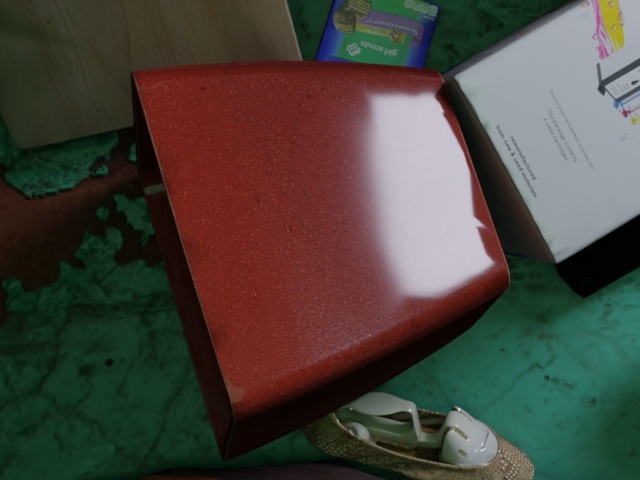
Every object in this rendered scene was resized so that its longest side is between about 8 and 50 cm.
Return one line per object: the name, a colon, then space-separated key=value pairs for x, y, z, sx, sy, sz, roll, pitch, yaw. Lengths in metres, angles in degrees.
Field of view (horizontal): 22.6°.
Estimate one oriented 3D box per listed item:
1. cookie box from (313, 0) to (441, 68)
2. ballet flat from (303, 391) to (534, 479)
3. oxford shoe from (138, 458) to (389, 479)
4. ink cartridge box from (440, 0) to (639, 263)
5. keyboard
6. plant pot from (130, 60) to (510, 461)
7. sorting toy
cookie box: x=0.044 y=-0.163 z=1.377 sx=0.091 sy=0.040 sz=0.107 roll=17 pitch=94 yaw=-2
ballet flat: x=0.088 y=0.170 z=1.376 sx=0.206 sy=0.073 sz=0.067 roll=11 pitch=136 yaw=-1
oxford shoe: x=-0.028 y=0.237 z=1.387 sx=0.271 sy=0.098 sz=0.097 roll=9 pitch=118 yaw=16
ink cartridge box: x=0.227 y=-0.112 z=1.298 sx=0.232 sy=0.171 sz=0.168 roll=-30 pitch=95 yaw=-6
keyboard: x=0.287 y=-0.018 z=1.371 sx=0.192 sy=0.038 sz=0.100 roll=-29 pitch=132 yaw=2
plant pot: x=0.000 y=0.000 z=1.267 sx=0.235 sy=0.267 sz=0.267 roll=-16 pitch=77 yaw=-9
sorting toy: x=-0.164 y=-0.221 z=1.296 sx=0.255 sy=0.089 sz=0.257 roll=-12 pitch=134 yaw=4
